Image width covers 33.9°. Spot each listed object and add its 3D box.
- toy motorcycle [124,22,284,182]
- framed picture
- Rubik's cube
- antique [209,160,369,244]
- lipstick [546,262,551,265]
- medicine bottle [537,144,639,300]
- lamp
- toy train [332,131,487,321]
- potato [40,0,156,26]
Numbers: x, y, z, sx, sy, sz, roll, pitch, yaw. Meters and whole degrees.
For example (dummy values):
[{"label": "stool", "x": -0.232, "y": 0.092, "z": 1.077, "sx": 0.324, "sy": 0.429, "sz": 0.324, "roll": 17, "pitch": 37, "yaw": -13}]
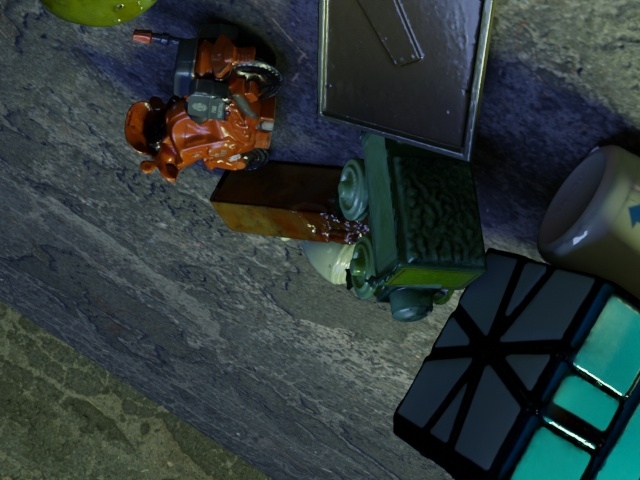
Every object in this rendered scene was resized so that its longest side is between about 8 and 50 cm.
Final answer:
[{"label": "toy motorcycle", "x": -0.172, "y": -0.188, "z": 1.515, "sx": 0.221, "sy": 0.148, "sz": 0.326, "roll": 6, "pitch": 155, "yaw": -6}, {"label": "framed picture", "x": 0.094, "y": -0.238, "z": 1.213, "sx": 0.213, "sy": 0.016, "sz": 0.289, "roll": 18, "pitch": 133, "yaw": 19}, {"label": "Rubik's cube", "x": 0.303, "y": 0.206, "z": 1.282, "sx": 0.283, "sy": 0.288, "sz": 0.293, "roll": 32, "pitch": 174, "yaw": -18}, {"label": "antique", "x": -0.018, "y": -0.060, "z": 1.632, "sx": 0.310, "sy": 0.093, "sz": 0.087, "roll": 7, "pitch": 147, "yaw": 32}, {"label": "lipstick", "x": 0.356, "y": 0.047, "z": 1.542, "sx": 0.040, "sy": 0.040, "sz": 0.141, "roll": 11, "pitch": 148, "yaw": 29}, {"label": "medicine bottle", "x": 0.429, "y": 0.021, "z": 1.293, "sx": 0.293, "sy": 0.170, "sz": 0.170, "roll": 31, "pitch": 152, "yaw": -6}, {"label": "lamp", "x": 0.000, "y": 0.000, "z": 1.720, "sx": 0.193, "sy": 0.106, "sz": 0.106, "roll": 29, "pitch": 154, "yaw": 16}, {"label": "toy train", "x": 0.119, "y": -0.033, "z": 1.381, "sx": 0.159, "sy": 0.272, "sz": 0.188, "roll": 4, "pitch": 155, "yaw": -20}, {"label": "potato", "x": -0.265, "y": -0.363, "z": 1.276, "sx": 0.186, "sy": 0.149, "sz": 0.253, "roll": 27, "pitch": 149, "yaw": -36}]
